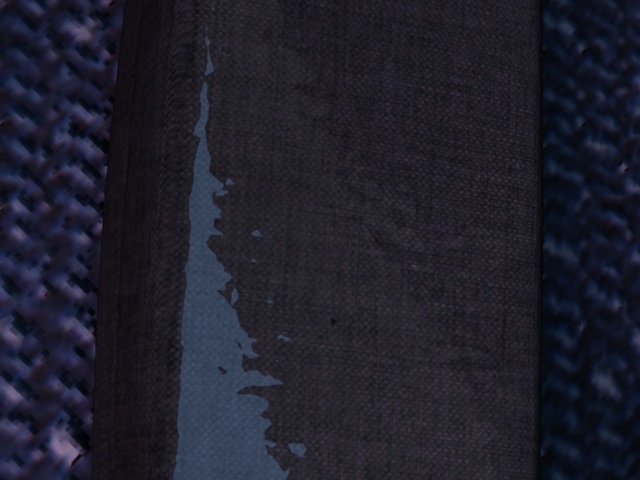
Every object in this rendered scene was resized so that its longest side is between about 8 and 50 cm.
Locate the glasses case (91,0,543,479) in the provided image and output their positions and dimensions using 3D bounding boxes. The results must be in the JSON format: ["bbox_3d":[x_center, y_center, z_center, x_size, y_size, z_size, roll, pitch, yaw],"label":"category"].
[{"bbox_3d":[0.000,0.000,0.548,0.131,0.074,0.323,8,74,-23],"label":"glasses case"}]
